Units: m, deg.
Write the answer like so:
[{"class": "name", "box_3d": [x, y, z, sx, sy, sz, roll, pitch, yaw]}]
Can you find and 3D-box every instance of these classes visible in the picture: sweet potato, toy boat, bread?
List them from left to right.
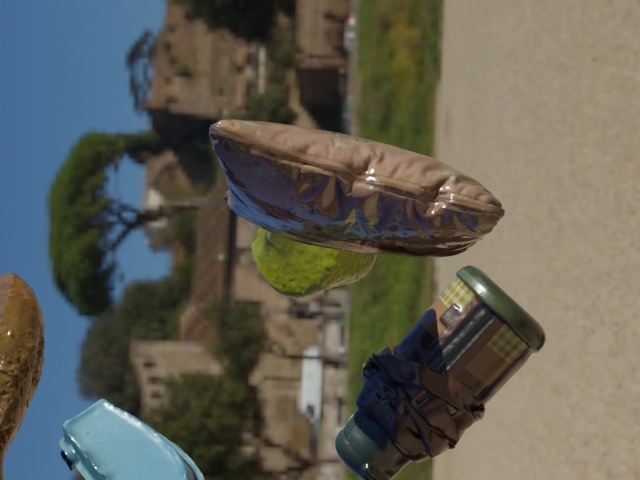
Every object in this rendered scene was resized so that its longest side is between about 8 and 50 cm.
[{"class": "sweet potato", "box_3d": [-0.396, 0.213, 1.736, 0.109, 0.109, 0.385, 87, -174, -67]}, {"class": "toy boat", "box_3d": [-0.196, 0.274, 1.598, 0.238, 0.109, 0.098, 32, 145, 41]}, {"class": "bread", "box_3d": [0.000, 0.000, 1.578, 0.114, 0.111, 0.129, -8, -41, -50]}]

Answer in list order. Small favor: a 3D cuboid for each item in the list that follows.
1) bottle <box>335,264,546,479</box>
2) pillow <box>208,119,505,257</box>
[{"class": "bottle", "box_3d": [0.123, 0.160, 1.664, 0.143, 0.271, 0.156, 41, -176, -32]}, {"class": "pillow", "box_3d": [0.028, -0.035, 1.149, 0.223, 0.236, 0.084, 105, 179, -81]}]
